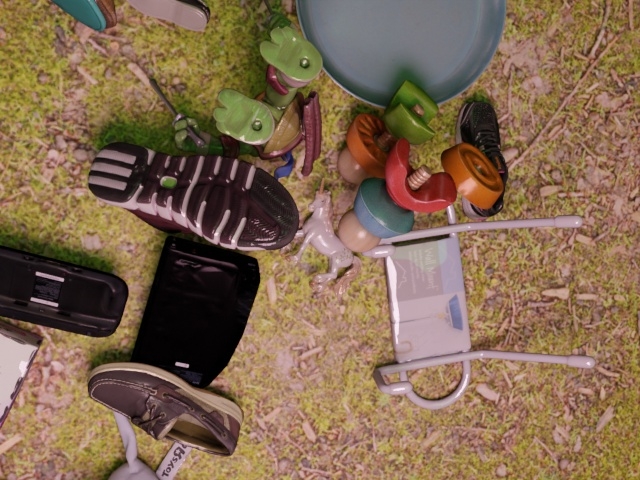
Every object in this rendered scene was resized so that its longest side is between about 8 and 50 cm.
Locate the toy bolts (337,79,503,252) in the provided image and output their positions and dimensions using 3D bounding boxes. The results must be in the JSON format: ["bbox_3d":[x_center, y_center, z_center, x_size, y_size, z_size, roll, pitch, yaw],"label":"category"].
[{"bbox_3d":[0.114,-0.066,1.020,0.218,0.229,0.158,40,125,-12],"label":"toy bolts"}]

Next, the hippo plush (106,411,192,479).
[{"bbox_3d":[-0.219,0.409,0.964,0.234,0.236,0.294,25,88,-13],"label":"hippo plush"}]

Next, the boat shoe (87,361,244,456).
[{"bbox_3d":[-0.205,0.230,1.015,0.223,0.073,0.080,25,123,-22],"label":"boat shoe"}]

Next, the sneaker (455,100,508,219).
[{"bbox_3d":[0.250,-0.119,1.123,0.071,0.077,0.178,-9,95,-13],"label":"sneaker"}]

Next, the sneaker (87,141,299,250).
[{"bbox_3d":[-0.145,-0.045,0.984,0.281,0.162,0.107,19,79,14],"label":"sneaker"}]

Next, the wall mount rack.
[{"bbox_3d":[0.214,0.086,1.085,0.304,0.130,0.350,-9,100,-5],"label":"wall mount rack"}]

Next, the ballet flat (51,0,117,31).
[{"bbox_3d":[-0.377,-0.414,0.958,0.342,0.116,0.124,35,66,-9],"label":"ballet flat"}]

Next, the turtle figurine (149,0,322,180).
[{"bbox_3d":[-0.105,-0.195,0.944,0.197,0.266,0.275,-20,95,-9],"label":"turtle figurine"}]

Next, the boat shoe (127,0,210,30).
[{"bbox_3d":[-0.209,-0.325,1.025,0.125,0.038,0.046,20,131,-8],"label":"boat shoe"}]

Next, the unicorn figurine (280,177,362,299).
[{"bbox_3d":[0.000,0.000,1.088,0.111,0.060,0.162,-45,118,-7],"label":"unicorn figurine"}]

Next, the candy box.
[{"bbox_3d":[-0.479,0.186,0.977,0.164,0.070,0.196,27,88,-13],"label":"candy box"}]

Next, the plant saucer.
[{"bbox_3d":[0.115,-0.346,1.097,0.317,0.043,0.318,-1,94,-14],"label":"plant saucer"}]

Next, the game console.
[{"bbox_3d":[-0.273,0.075,0.992,0.361,0.044,0.213,15,114,-14],"label":"game console"}]
